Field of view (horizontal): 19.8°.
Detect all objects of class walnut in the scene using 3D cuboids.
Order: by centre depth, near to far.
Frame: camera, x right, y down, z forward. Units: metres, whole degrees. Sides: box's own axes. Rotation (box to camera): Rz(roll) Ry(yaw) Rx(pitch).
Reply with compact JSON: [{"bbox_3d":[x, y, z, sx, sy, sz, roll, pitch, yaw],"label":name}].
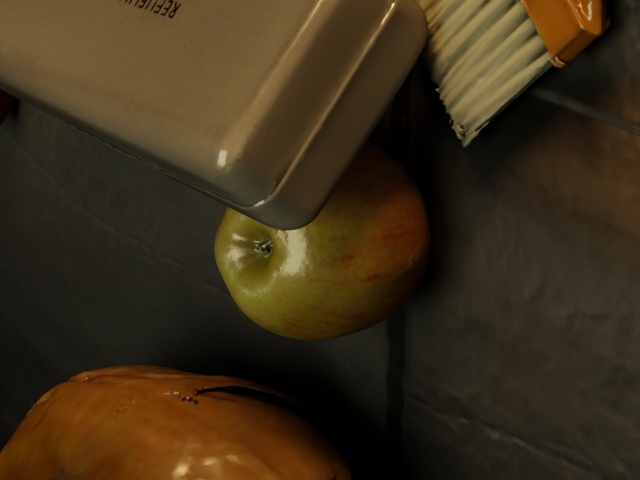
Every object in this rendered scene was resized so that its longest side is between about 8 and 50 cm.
[{"bbox_3d":[-0.073,0.122,0.818,0.245,0.137,0.137,-11,95,51],"label":"walnut"}]

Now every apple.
[{"bbox_3d":[0.000,0.000,0.721,0.084,0.071,0.084,23,121,44],"label":"apple"}]

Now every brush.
[{"bbox_3d":[0.108,-0.138,0.568,0.314,0.017,0.090,-43,70,51],"label":"brush"}]

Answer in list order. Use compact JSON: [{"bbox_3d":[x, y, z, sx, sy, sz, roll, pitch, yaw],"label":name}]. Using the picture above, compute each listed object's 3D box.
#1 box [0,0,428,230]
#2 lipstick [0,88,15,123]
[{"bbox_3d":[-0.066,-0.086,0.739,0.244,0.055,0.103,26,82,50],"label":"box"},{"bbox_3d":[-0.286,-0.164,1.043,0.357,0.057,0.057,40,133,37],"label":"lipstick"}]
